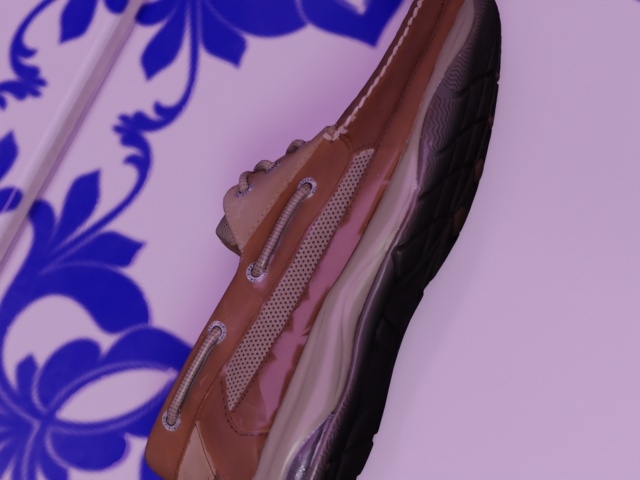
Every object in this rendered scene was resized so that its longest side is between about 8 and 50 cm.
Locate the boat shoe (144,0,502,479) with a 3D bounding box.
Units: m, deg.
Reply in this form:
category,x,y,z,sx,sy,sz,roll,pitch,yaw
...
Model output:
category,x,y,z,sx,sy,sz,roll,pitch,yaw
boat shoe,0.000,0.000,1.013,0.120,0.122,0.324,19,76,17
